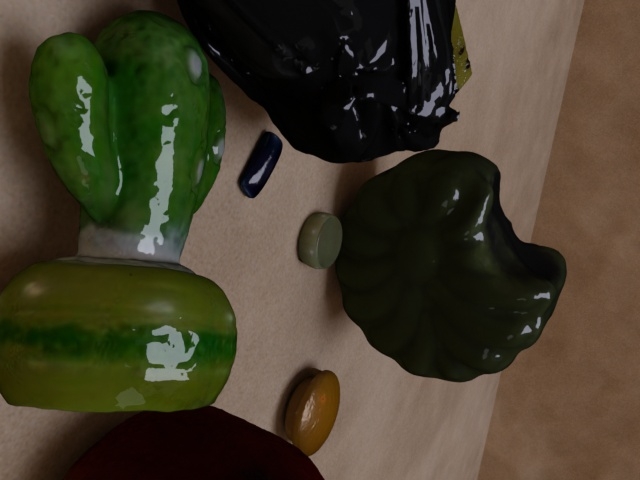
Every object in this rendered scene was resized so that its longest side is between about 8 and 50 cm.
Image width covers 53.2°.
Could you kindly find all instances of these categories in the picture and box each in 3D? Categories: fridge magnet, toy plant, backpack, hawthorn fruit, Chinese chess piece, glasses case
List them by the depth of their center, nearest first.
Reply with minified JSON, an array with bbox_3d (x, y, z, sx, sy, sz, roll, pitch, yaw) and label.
[{"bbox_3d":[-0.154,-0.029,0.516,0.224,0.184,0.315,30,62,-67],"label":"toy plant"},{"bbox_3d":[0.006,-0.278,0.552,0.446,0.255,0.363,30,64,-59],"label":"backpack"},{"bbox_3d":[-0.099,0.297,0.608,0.265,0.307,0.265,11,90,-69],"label":"hawthorn fruit"},{"bbox_3d":[-0.068,-0.091,0.763,0.083,0.023,0.033,-65,154,-17],"label":"glasses case"},{"bbox_3d":[0.000,0.000,0.932,0.084,0.034,0.084,-35,131,-52],"label":"Chinese chess piece"},{"bbox_3d":[-0.012,0.276,1.027,0.143,0.063,0.143,-41,139,-50],"label":"fridge magnet"}]

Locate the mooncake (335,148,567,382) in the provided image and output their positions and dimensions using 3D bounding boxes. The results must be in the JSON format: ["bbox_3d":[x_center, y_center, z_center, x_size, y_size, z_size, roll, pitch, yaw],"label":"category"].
[{"bbox_3d":[0.182,0.040,0.987,0.187,0.351,0.351,-32,132,-52],"label":"mooncake"}]

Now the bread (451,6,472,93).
[{"bbox_3d":[0.207,-0.333,1.105,0.088,0.049,0.226,-48,149,-3],"label":"bread"}]
